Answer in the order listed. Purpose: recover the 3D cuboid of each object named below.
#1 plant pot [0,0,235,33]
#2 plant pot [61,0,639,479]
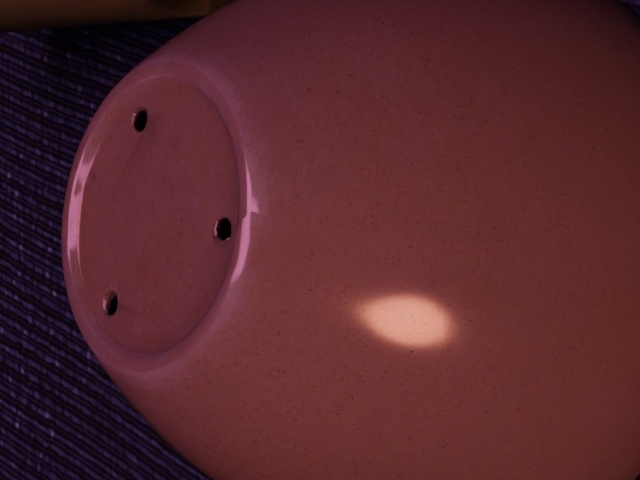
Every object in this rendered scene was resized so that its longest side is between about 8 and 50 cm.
[{"bbox_3d":[-0.149,-0.217,1.036,0.254,0.276,0.276,11,93,38],"label":"plant pot"},{"bbox_3d":[0.000,0.000,0.857,0.284,0.191,0.284,-11,76,48],"label":"plant pot"}]
